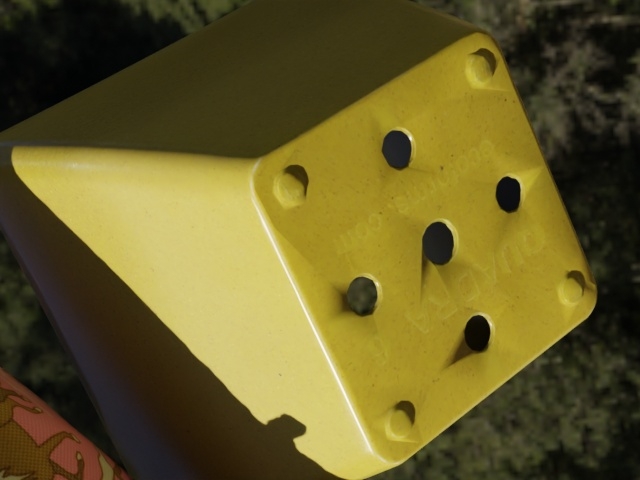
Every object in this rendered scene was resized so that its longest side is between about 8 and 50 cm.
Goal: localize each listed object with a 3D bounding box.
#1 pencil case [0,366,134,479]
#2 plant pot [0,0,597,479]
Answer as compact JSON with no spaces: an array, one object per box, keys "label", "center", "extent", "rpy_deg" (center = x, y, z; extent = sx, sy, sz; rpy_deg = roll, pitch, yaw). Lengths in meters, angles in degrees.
[{"label":"pencil case","center":[-0.169,0.119,0.615],"extent":[0.386,0.160,0.167],"rpy_deg":[41,141,9]},{"label":"plant pot","center":[0.000,0.000,0.668],"extent":[0.187,0.212,0.212],"rpy_deg":[-2,117,57]}]
